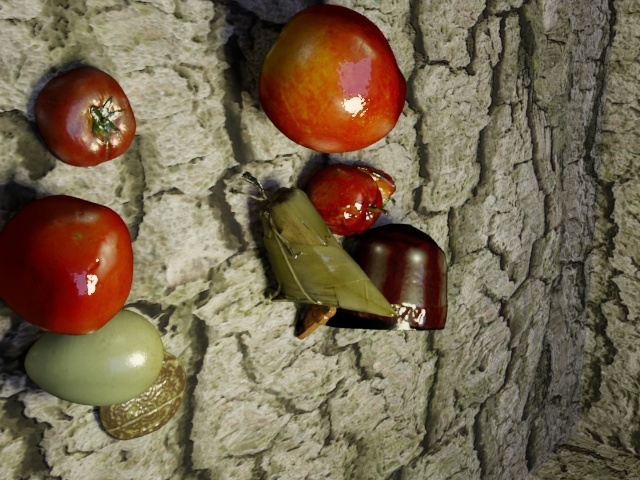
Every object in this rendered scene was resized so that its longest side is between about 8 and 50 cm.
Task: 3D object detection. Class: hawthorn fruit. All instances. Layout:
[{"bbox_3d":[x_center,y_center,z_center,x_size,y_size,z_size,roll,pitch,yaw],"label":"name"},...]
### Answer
[{"bbox_3d":[0.087,-0.115,1.857,0.230,0.266,0.210,36,71,-44],"label":"hawthorn fruit"}]

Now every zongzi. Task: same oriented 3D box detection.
[{"bbox_3d":[0.000,0.000,1.727,0.181,0.418,0.446,-44,133,-39],"label":"zongzi"}]

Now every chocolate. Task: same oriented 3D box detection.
[{"bbox_3d":[0.217,0.115,2.024,0.384,0.384,0.331,3,85,-44],"label":"chocolate"}]

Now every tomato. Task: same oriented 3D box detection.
[{"bbox_3d":[-0.489,-0.263,1.390,0.225,0.085,0.224,-11,107,-42],"label":"tomato"},{"bbox_3d":[-0.515,0.043,1.309,0.299,0.226,0.298,14,61,-26],"label":"tomato"}]

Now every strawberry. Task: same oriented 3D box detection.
[{"bbox_3d":[0.155,-0.174,2.025,0.193,0.085,0.140,13,124,-12],"label":"strawberry"}]

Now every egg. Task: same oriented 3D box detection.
[{"bbox_3d":[-0.500,0.261,1.443,0.296,0.218,0.218,-2,104,-27],"label":"egg"}]

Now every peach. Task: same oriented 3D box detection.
[{"bbox_3d":[0.035,-0.395,1.633,0.388,0.388,0.387,-15,112,-40],"label":"peach"}]

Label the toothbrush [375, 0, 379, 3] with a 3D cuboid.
[{"bbox_3d":[0.126,-0.743,1.880,0.167,0.014,0.011,30,98,-45],"label":"toothbrush"}]

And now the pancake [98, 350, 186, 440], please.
[{"bbox_3d":[-0.451,0.390,1.653,0.250,0.031,0.249,-16,114,-40],"label":"pancake"}]

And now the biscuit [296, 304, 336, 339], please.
[{"bbox_3d":[0.009,0.192,1.956,0.043,0.183,0.280,36,108,-15],"label":"biscuit"}]
